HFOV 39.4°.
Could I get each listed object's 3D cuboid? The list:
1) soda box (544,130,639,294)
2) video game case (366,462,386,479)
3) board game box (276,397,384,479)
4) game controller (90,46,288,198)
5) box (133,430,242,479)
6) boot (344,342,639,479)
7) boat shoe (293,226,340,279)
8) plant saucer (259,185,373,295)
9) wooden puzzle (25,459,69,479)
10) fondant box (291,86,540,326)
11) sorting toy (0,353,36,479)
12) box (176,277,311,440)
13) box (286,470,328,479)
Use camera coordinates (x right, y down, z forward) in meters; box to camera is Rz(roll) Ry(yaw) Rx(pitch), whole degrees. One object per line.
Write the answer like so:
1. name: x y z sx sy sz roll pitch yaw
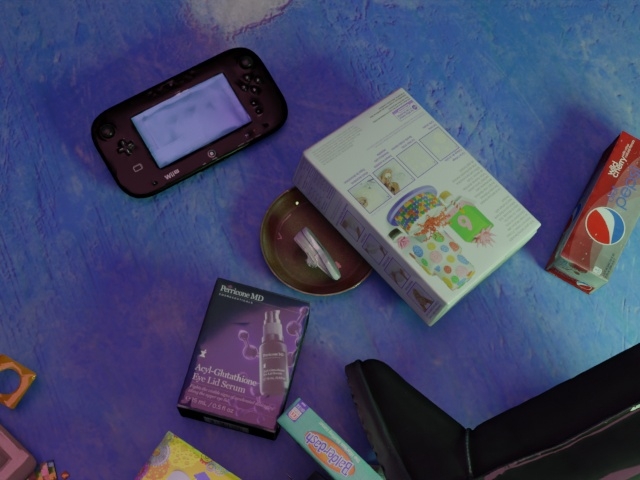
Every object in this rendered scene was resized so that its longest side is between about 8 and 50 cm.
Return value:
1. soda box: 0.475 -0.047 1.487 0.092 0.083 0.263 30 71 6
2. video game case: 0.110 0.419 1.333 0.119 0.015 0.166 5 70 -3
3. board game box: 0.023 0.307 1.252 0.160 0.210 0.047 42 79 19
4. game controller: -0.216 -0.198 1.503 0.319 0.067 0.166 -30 75 -13
5. box: -0.121 0.419 1.177 0.290 0.279 0.177 32 72 7
6. boot: 0.296 0.238 1.261 0.445 0.146 0.367 -27 52 1
7. boat shoe: -0.007 0.027 1.419 0.035 0.035 0.100 -39 80 12
8. plant saucer: 0.000 0.000 1.463 0.199 0.036 0.198 1 70 -3
9. wooden puzzle: -0.414 0.355 1.323 0.083 0.006 0.049 -16 72 -9
10. fondant box: 0.151 -0.061 1.437 0.238 0.096 0.330 -36 75 -29
11. sorting toy: -0.542 0.326 1.306 0.196 0.047 0.347 42 73 6
12. box: -0.112 0.180 1.353 0.153 0.108 0.207 14 71 2
13. box: 0.054 0.395 1.225 0.225 0.136 0.036 30 71 40
